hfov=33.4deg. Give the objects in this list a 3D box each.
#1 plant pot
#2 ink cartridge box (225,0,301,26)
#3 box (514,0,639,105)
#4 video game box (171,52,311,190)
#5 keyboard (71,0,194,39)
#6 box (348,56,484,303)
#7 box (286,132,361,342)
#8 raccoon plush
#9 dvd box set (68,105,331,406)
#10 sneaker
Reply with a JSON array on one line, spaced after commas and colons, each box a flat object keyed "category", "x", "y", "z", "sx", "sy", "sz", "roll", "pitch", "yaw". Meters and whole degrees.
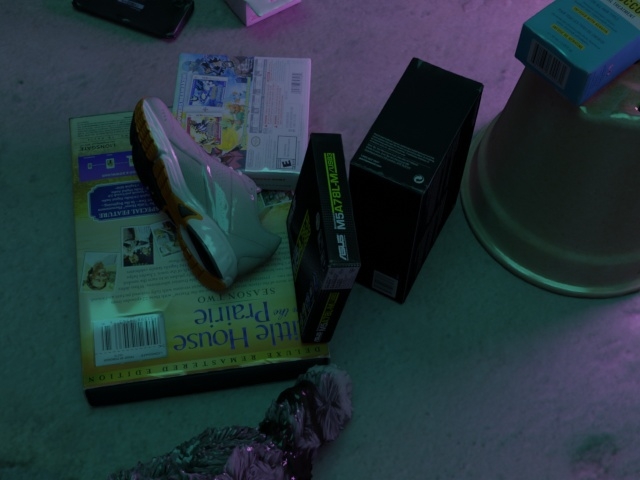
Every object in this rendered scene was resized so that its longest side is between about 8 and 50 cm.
[{"category": "plant pot", "x": 0.364, "y": -0.142, "z": 1.373, "sx": 0.333, "sy": 0.305, "sz": 0.334, "roll": 1, "pitch": 59, "yaw": -1}, {"category": "ink cartridge box", "x": -0.101, "y": -0.405, "z": 1.662, "sx": 0.104, "sy": 0.062, "sz": 0.181, "roll": -29, "pitch": 63, "yaw": -17}, {"category": "box", "x": 0.346, "y": -0.262, "z": 1.231, "sx": 0.244, "sy": 0.060, "sz": 0.100, "roll": -37, "pitch": 67, "yaw": -21}, {"category": "video game box", "x": -0.109, "y": -0.163, "z": 1.454, "sx": 0.187, "sy": 0.048, "sz": 0.205, "roll": 4, "pitch": 58, "yaw": -2}, {"category": "keyboard", "x": -0.287, "y": -0.378, "z": 1.665, "sx": 0.180, "sy": 0.023, "sz": 0.108, "roll": 21, "pitch": 67, "yaw": 10}, {"category": "box", "x": 0.111, "y": -0.070, "z": 1.347, "sx": 0.103, "sy": 0.261, "sz": 0.184, "roll": 26, "pitch": 61, "yaw": 14}, {"category": "box", "x": 0.000, "y": 0.000, "z": 1.275, "sx": 0.045, "sy": 0.191, "sz": 0.184, "roll": -2, "pitch": 59, "yaw": -13}, {"category": "raccoon plush", "x": -0.164, "y": 0.306, "z": 1.201, "sx": 0.299, "sy": 0.216, "sz": 0.446, "roll": -7, "pitch": 11, "yaw": 27}, {"category": "dvd box set", "x": -0.169, "y": 0.000, "z": 1.414, "sx": 0.307, "sy": 0.062, "sz": 0.421, "roll": -8, "pitch": 59, "yaw": -6}, {"category": "sneaker", "x": -0.146, "y": -0.071, "z": 1.352, "sx": 0.121, "sy": 0.099, "sz": 0.262, "roll": -26, "pitch": 86, "yaw": -28}]
